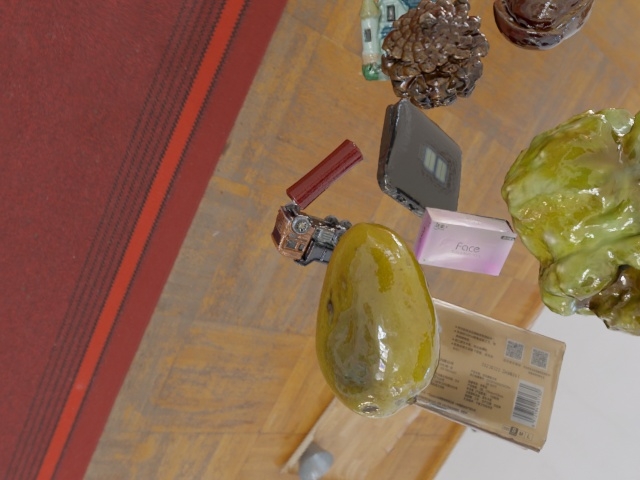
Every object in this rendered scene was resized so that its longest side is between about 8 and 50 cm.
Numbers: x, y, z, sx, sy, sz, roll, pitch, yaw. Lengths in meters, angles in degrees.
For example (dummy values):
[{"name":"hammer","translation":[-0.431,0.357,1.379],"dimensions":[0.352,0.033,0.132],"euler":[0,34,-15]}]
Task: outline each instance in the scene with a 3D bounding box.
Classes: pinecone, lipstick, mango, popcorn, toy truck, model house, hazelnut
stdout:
[{"name":"pinecone","translation":[0.172,-0.274,0.743],"dimensions":[0.173,0.173,0.174],"euler":[-14,123,-22]},{"name":"lipstick","translation":[0.012,-0.187,1.384],"dimensions":[0.241,0.080,0.080],"euler":[-39,129,-2]},{"name":"mango","translation":[0.051,0.079,0.491],"dimensions":[0.098,0.137,0.196],"euler":[-9,88,-45]},{"name":"popcorn","translation":[0.355,-0.029,0.610],"dimensions":[0.276,0.276,0.225],"euler":[-40,167,-3]},{"name":"toy truck","translation":[0.000,0.000,0.939],"dimensions":[0.191,0.083,0.092],"euler":[17,110,-26]},{"name":"model house","translation":[0.241,-0.623,1.328],"dimensions":[0.194,0.266,0.325],"euler":[-50,139,-49]},{"name":"hazelnut","translation":[0.443,-0.466,0.950],"dimensions":[0.202,0.170,0.161],"euler":[-47,131,-18]}]

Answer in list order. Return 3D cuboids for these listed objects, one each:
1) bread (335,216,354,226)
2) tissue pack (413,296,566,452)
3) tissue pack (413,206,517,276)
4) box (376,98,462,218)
[{"name":"bread","translation":[0.120,0.033,1.742],"dimensions":[0.141,0.266,0.178],"euler":[19,92,-32]},{"name":"tissue pack","translation":[0.287,0.262,0.990],"dimensions":[0.305,0.238,0.239],"euler":[19,111,4]},{"name":"tissue pack","translation":[0.404,0.006,1.378],"dimensions":[0.246,0.093,0.149],"euler":[8,121,-6]},{"name":"box","translation":[0.330,-0.251,1.604],"dimensions":[0.350,0.091,0.360],"euler":[29,59,-30]}]
